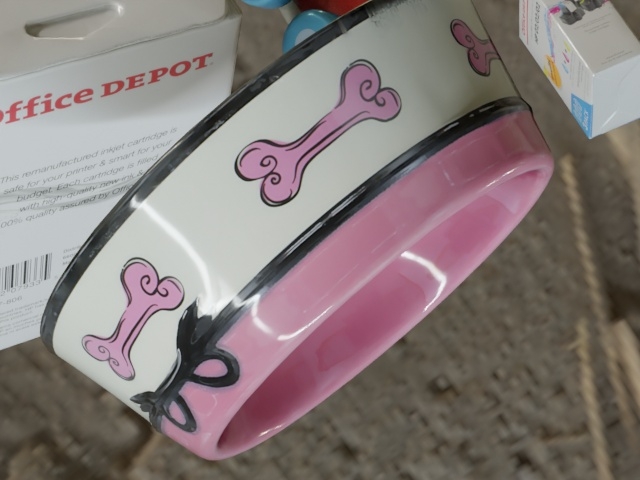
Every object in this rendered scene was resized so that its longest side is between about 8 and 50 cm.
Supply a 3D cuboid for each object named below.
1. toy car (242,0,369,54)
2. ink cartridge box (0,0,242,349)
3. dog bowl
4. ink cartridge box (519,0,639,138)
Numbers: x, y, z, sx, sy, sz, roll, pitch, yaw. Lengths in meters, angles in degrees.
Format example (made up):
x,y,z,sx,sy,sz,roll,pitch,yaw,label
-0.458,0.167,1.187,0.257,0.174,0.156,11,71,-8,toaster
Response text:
x,y,z,sx,sy,sz,roll,pitch,yaw,label
0.072,-0.290,2.071,0.219,0.238,0.210,5,45,-55,toy car
-0.249,-0.093,1.805,0.285,0.395,0.166,-18,58,-24,ink cartridge box
0.000,0.000,1.440,0.408,0.408,0.150,-32,77,-36,dog bowl
0.240,-0.201,1.872,0.061,0.104,0.181,-23,58,-10,ink cartridge box
